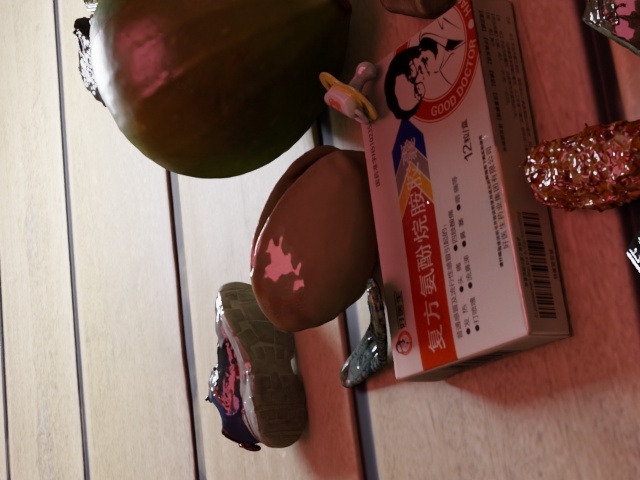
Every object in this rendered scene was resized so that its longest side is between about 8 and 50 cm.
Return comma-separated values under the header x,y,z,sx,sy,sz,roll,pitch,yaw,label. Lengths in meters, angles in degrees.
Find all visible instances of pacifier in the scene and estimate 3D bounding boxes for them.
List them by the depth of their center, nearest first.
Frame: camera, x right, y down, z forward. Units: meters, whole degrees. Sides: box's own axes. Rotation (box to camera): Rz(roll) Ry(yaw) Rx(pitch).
x,y,z,sx,sy,sz,roll,pitch,yaw,label
0.040,-0.165,1.279,0.083,0.068,0.064,34,82,35,pacifier

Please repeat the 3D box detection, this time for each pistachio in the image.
x,y,z,sx,sy,sz,roll,pitch,yaw,label
0.000,0.000,1.344,0.126,0.152,0.223,12,78,61,pistachio

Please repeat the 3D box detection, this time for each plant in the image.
x,y,z,sx,sy,sz,roll,pitch,yaw,label
-0.317,-0.316,1.862,0.131,0.142,0.203,53,137,22,plant

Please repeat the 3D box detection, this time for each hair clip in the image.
x,y,z,sx,sy,sz,roll,pitch,yaw,label
0.054,0.111,1.303,0.229,0.036,0.066,104,154,-59,hair clip

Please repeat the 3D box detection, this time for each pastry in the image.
x,y,z,sx,sy,sz,roll,pitch,yaw,label
0.245,-0.069,1.040,0.169,0.063,0.087,-18,70,56,pastry

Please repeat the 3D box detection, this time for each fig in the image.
x,y,z,sx,sy,sz,roll,pitch,yaw,label
-0.108,-0.232,1.417,0.316,0.316,0.316,-8,80,57,fig

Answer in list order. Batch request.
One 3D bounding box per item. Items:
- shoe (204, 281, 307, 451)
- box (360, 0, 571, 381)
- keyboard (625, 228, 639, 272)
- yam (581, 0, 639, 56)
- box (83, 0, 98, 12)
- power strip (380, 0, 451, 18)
x,y,z,sx,sy,sz,roll,pitch,yaw,label
-0.097,0.171,1.516,0.125,0.099,0.228,-38,60,46,shoe
0.137,-0.048,1.209,0.214,0.069,0.353,-29,62,53,box
0.338,-0.086,0.896,0.310,0.018,0.101,-61,25,26,keyboard
0.282,-0.234,0.968,0.107,0.107,0.183,33,113,54,yam
-0.225,-0.448,1.691,0.220,0.166,0.291,0,87,47,box
0.132,-0.435,1.255,0.092,0.066,0.388,28,113,57,power strip
